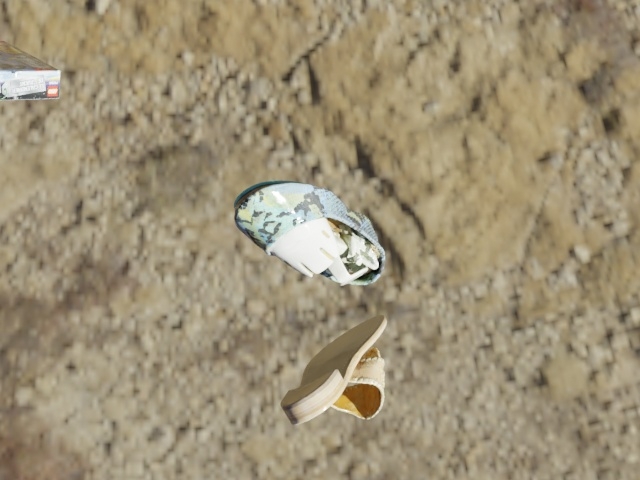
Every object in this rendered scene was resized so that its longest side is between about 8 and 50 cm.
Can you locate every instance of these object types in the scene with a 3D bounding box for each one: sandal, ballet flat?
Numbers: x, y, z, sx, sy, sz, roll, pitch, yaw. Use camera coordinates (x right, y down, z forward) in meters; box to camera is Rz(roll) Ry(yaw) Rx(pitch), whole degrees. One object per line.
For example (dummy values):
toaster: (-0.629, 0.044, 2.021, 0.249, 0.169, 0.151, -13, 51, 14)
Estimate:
sandal: (0.028, 0.159, 1.810, 0.088, 0.240, 0.079, -27, 97, 24)
ballet flat: (0.000, 0.000, 1.305, 0.070, 0.070, 0.188, -31, 160, 21)

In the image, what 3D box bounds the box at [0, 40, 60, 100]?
box: (-0.294, -0.148, 1.492, 0.094, 0.137, 0.027, -5, 109, -30)
